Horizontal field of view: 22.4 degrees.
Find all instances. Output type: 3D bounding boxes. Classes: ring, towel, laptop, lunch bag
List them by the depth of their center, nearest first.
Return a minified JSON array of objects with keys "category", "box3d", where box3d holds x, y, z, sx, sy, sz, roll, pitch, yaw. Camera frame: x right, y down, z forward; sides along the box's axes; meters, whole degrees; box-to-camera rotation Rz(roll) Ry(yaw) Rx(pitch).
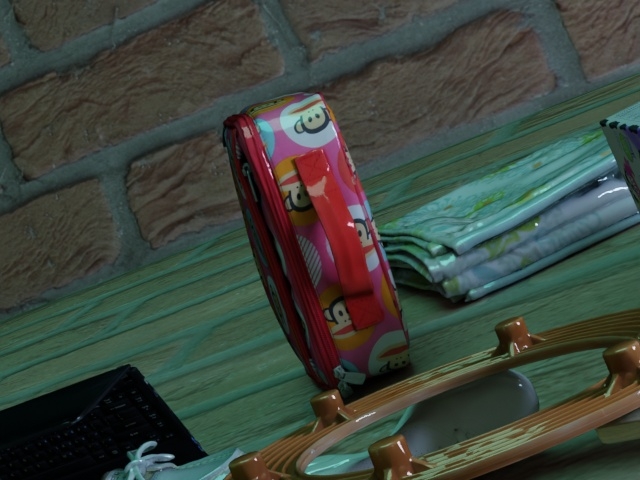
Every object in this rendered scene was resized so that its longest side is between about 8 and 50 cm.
[{"category":"ring","box3d":[0.087,0.094,0.987,0.336,0.032,0.336,-21,4,2]},{"category":"laptop","box3d":[-0.246,0.211,1.390,0.234,0.264,0.136,-20,44,13]},{"category":"lunch bag","box3d":[0.000,0.000,1.588,0.120,0.293,0.258,-20,7,-7]},{"category":"towel","box3d":[0.253,-0.046,1.883,0.374,0.090,0.320,-25,9,-11]}]

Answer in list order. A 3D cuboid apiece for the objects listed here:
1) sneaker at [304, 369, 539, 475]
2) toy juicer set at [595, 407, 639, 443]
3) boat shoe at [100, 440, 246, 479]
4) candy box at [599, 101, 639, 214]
[{"category":"sneaker","box3d":[0.067,0.168,1.134,0.212,0.080,0.094,-29,21,0]},{"category":"toy juicer set","box3d":[0.339,0.070,0.866,0.329,0.089,0.209,-18,0,-30]},{"category":"boat shoe","box3d":[-0.195,0.229,1.306,0.320,0.103,0.118,-21,8,20]},{"category":"candy box","box3d":[0.319,-0.038,1.370,0.070,0.165,0.196,-26,7,0]}]
